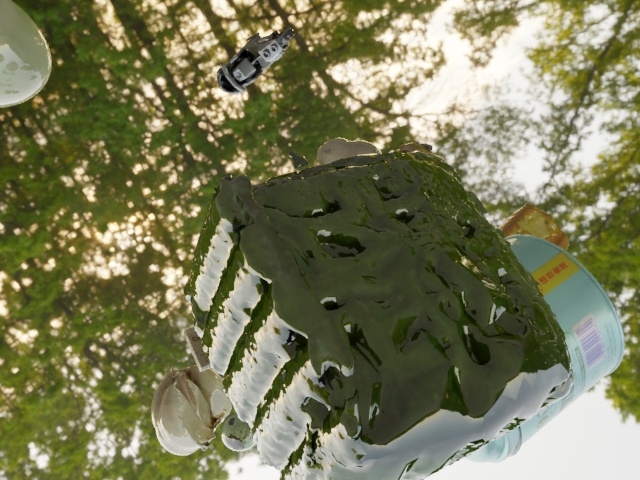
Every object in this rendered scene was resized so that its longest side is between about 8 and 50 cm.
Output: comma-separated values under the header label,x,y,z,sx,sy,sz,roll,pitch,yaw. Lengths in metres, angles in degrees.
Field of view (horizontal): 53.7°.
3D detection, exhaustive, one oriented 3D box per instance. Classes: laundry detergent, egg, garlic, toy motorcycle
label,x,y,z,sx,sy,sz,roll,pitch,yaw
laundry detergent,0.278,0.185,1.039,0.305,0.287,0.287,-30,-153,-19
egg,-0.175,0.419,1.386,0.085,0.085,0.110,-35,-168,-20
garlic,-0.354,0.426,1.644,0.184,0.203,0.281,-24,-172,27
toy motorcycle,-0.148,-0.379,1.332,0.215,0.080,0.122,-20,-149,42
garlic,0.210,-0.145,1.251,0.084,0.066,0.152,-13,-142,-42
garlic,0.098,-0.141,1.405,0.142,0.229,0.178,-34,-166,30
egg,-0.633,-0.352,1.148,0.269,0.219,0.219,5,-167,-29

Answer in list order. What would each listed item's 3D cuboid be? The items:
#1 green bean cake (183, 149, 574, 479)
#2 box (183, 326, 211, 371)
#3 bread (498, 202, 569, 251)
label,x,y,z,sx,sy,sz,roll,pitch,yaw
green bean cake,0.060,0.065,0.642,0.319,0.335,0.218,-18,156,-34
box,-0.217,0.198,1.188,0.053,0.024,0.083,-17,-115,-27
bread,0.436,0.039,1.414,0.288,0.152,0.119,-37,173,-36
